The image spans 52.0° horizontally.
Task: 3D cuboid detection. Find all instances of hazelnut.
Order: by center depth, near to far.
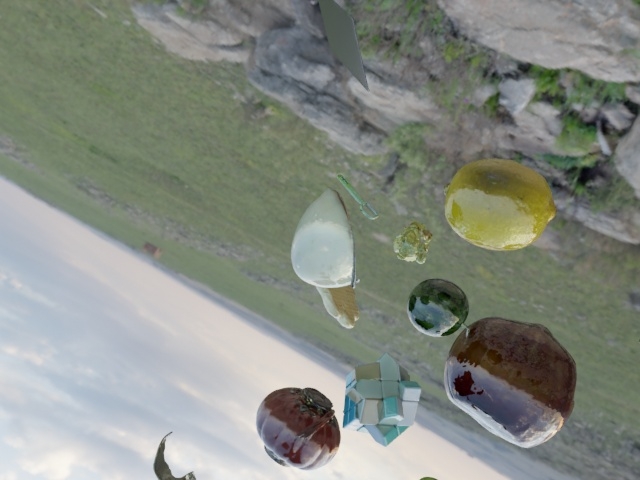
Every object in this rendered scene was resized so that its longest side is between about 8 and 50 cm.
[{"bbox_3d":[0.631,0.473,2.203,0.430,0.402,0.402,27,169,21],"label":"hazelnut"}]

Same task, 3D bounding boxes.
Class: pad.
[{"bbox_3d":[0.044,-0.437,1.402,0.245,0.006,0.170,-119,9,-49],"label":"pad"}]

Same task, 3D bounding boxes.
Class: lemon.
[{"bbox_3d":[0.479,-0.095,1.767,0.284,0.260,0.260,4,168,1],"label":"lemon"}]

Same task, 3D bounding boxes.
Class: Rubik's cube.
[{"bbox_3d":[0.179,0.489,2.001,0.225,0.265,0.213,14,147,-13],"label":"Rubik's cube"}]

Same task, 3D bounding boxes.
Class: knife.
[{"bbox_3d":[0.119,-0.150,2.259,0.212,0.054,0.015,52,142,21],"label":"knife"}]

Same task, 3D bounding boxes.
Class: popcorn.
[{"bbox_3d":[0.335,0.010,2.423,0.142,0.162,0.136,-4,172,-32],"label":"popcorn"}]

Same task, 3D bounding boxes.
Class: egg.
[{"bbox_3d":[0.001,0.003,1.844,0.174,0.286,0.264,-8,-159,-10],"label":"egg"}]

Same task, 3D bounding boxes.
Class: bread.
[{"bbox_3d":[0.048,0.151,2.212,0.054,0.315,0.316,-22,146,17],"label":"bread"}]

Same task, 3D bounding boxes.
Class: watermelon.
[{"bbox_3d":[0.379,0.218,2.065,0.215,0.188,0.188,38,173,24],"label":"watermelon"}]

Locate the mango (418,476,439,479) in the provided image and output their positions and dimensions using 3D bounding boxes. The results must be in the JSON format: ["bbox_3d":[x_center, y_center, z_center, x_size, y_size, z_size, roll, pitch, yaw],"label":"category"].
[{"bbox_3d":[0.404,0.904,2.217,0.175,0.143,0.293,27,148,46],"label":"mango"}]

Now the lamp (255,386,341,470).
[{"bbox_3d":[-0.072,0.628,2.206,0.303,0.257,0.303,34,-173,-5],"label":"lamp"}]

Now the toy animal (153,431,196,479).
[{"bbox_3d":[-0.348,0.563,1.507,0.095,0.218,0.155,7,-178,3],"label":"toy animal"}]
